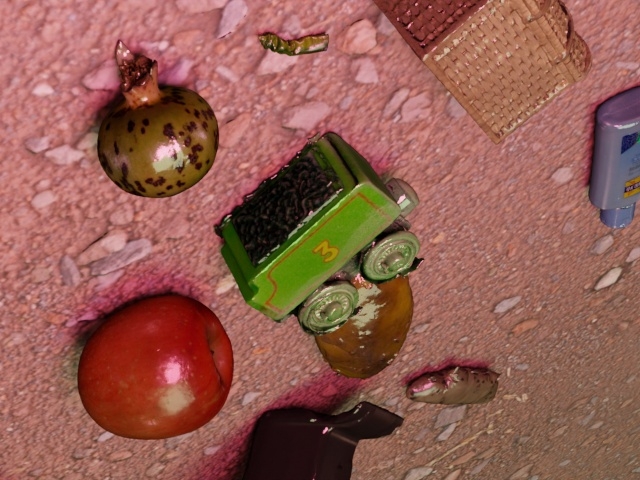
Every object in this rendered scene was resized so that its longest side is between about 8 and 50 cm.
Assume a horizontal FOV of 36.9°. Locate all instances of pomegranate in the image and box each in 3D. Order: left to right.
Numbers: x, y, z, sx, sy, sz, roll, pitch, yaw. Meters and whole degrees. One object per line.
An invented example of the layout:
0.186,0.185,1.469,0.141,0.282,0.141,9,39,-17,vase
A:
-0.162,-0.114,0.927,0.122,0.122,0.161,-21,120,-11,pomegranate

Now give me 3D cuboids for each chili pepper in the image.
-0.029,-0.201,0.986,0.083,0.022,0.027,-6,172,-30,chili pepper

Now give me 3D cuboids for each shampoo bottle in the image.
0.440,-0.109,1.384,0.103,0.061,0.258,-24,145,-6,shampoo bottle

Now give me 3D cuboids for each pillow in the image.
0.253,0.256,1.709,0.241,0.051,0.093,12,133,-42,pillow

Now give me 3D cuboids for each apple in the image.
-0.198,0.157,1.179,0.168,0.181,0.181,-14,148,17,apple

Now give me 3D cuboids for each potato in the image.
0.059,0.103,1.335,0.149,0.113,0.251,-14,143,-15,potato

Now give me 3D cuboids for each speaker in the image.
-0.019,0.440,1.515,0.184,0.388,0.180,4,163,36,speaker

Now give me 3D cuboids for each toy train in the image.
0.000,0.000,1.161,0.243,0.132,0.188,-42,138,13,toy train

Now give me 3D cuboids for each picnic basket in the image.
0.176,-0.227,1.000,0.154,0.134,0.196,-41,142,13,picnic basket
